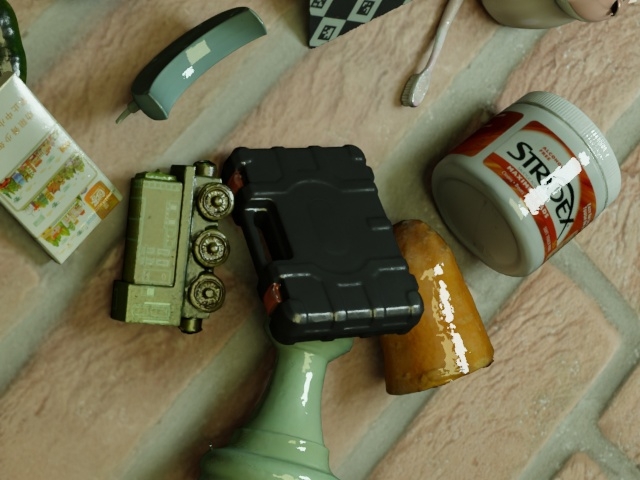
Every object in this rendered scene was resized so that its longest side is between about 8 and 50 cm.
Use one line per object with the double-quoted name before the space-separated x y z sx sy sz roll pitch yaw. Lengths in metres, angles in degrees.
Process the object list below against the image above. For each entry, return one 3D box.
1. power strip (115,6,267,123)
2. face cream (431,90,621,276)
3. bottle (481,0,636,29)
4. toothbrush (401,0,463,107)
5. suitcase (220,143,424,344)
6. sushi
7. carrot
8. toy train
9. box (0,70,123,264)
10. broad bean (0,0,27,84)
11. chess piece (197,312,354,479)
"power strip" -0.171 -0.216 1.706 0.216 0.137 0.044 -42 115 -13
"face cream" 0.284 -0.077 1.889 0.187 0.201 0.201 -38 107 -19
"bottle" 0.339 -0.362 1.874 0.147 0.236 0.147 -7 105 -29
"toothbrush" 0.183 -0.324 1.931 0.025 0.029 0.307 32 76 -34
"suitcase" 0.000 0.000 1.751 0.206 0.066 0.285 -3 54 -26
"sushi" 0.061 -0.393 1.811 0.219 0.047 0.231 -29 148 -21
"carrot" 0.142 0.082 1.857 0.159 0.159 0.225 -16 96 -24
"toy train" -0.189 0.006 1.734 0.137 0.090 0.225 5 90 -22
"box" -0.349 -0.087 1.656 0.122 0.032 0.220 -49 125 -17
"broad bean" -0.429 -0.178 1.633 0.144 0.049 0.292 33 78 -26
"chess piece" -0.037 0.208 1.773 0.194 0.194 0.299 21 74 -24
